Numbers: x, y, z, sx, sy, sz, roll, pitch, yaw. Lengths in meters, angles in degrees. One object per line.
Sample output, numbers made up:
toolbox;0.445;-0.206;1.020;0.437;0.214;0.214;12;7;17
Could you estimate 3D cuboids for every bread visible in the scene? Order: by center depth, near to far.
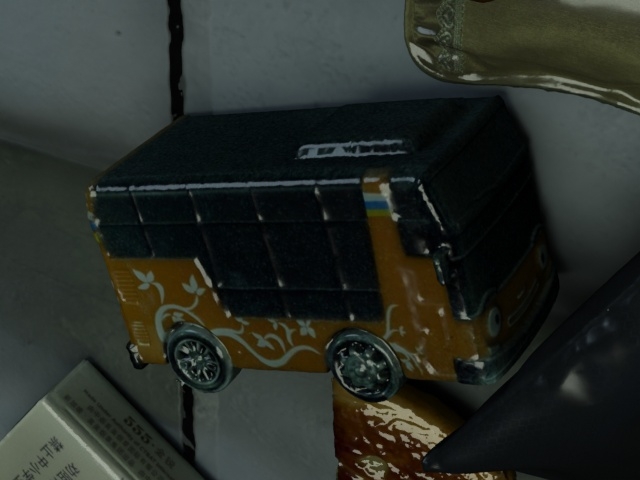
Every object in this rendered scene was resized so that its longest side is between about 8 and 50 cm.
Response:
bread;0.051;0.143;0.969;0.154;0.054;0.136;-26;106;33

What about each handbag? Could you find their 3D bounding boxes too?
handbag;0.212;0.081;0.771;0.211;0.089;0.254;13;136;-31

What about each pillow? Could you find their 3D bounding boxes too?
pillow;0.148;-0.131;0.750;0.217;0.033;0.130;17;125;20

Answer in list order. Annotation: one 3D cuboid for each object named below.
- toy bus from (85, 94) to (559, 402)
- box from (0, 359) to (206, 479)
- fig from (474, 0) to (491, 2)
toy bus;0.000;0.000;0.854;0.275;0.138;0.167;1;118;32
box;-0.164;0.242;1.143;0.259;0.071;0.168;45;131;-3
fig;0.120;-0.235;0.567;0.224;0.224;0.263;5;101;27
